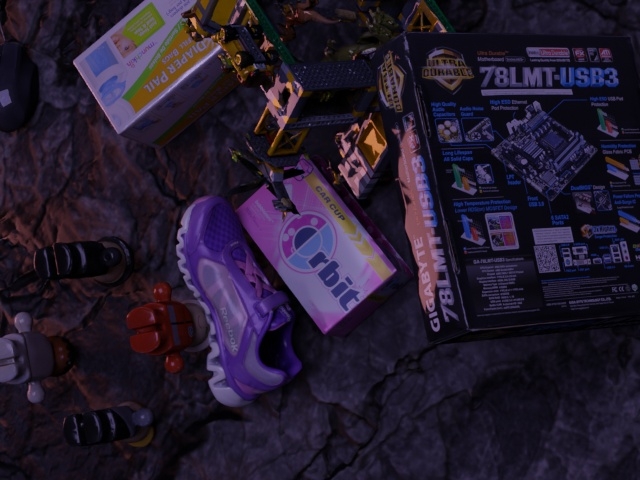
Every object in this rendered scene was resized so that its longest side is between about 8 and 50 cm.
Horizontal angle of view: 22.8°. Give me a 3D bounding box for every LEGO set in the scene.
[{"bbox_3d":[0.002,-0.155,1.651,0.255,0.331,0.192,52,135,24],"label":"LEGO set"}]

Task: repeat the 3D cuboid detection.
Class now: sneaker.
[{"bbox_3d":[-0.079,0.063,1.716,0.104,0.095,0.236,-8,99,42],"label":"sneaker"}]

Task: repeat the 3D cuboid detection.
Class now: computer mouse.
[{"bbox_3d":[-0.393,-0.250,1.938,0.071,0.041,0.242,-14,78,20],"label":"computer mouse"}]

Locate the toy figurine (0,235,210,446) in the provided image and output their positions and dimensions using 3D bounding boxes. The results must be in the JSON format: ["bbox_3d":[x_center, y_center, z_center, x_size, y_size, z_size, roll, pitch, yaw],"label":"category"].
[{"bbox_3d":[-0.245,0.115,1.785,0.213,0.148,0.209,33,102,20],"label":"toy figurine"}]

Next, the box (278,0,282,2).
[{"bbox_3d":[-0.089,-0.322,1.773,0.027,0.137,0.094,-42,70,11],"label":"box"}]

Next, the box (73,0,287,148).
[{"bbox_3d":[-0.158,-0.214,1.806,0.203,0.103,0.114,-39,71,13],"label":"box"}]

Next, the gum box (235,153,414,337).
[{"bbox_3d":[0.000,0.000,1.738,0.107,0.062,0.188,-42,70,13],"label":"gum box"}]

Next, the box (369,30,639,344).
[{"bbox_3d":[0.209,-0.057,1.549,0.073,0.295,0.293,-29,69,54],"label":"box"}]
